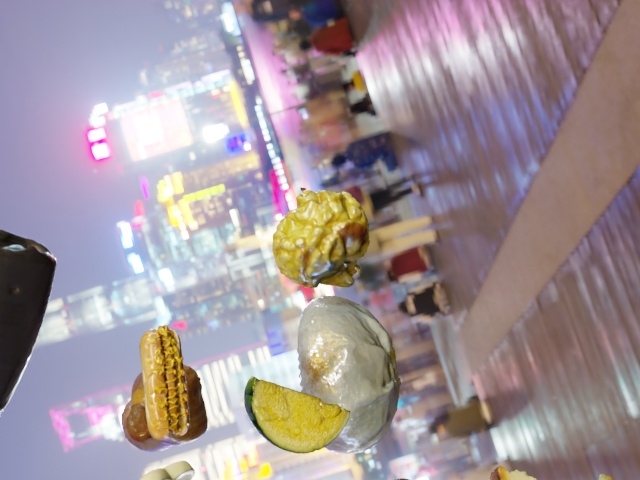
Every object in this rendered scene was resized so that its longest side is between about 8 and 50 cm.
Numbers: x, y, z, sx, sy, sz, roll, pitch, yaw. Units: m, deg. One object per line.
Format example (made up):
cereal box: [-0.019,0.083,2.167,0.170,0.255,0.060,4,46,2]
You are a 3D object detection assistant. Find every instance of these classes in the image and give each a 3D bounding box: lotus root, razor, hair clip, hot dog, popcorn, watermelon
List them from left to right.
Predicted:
razor: [-0.537,0.151,1.531,0.113,0.349,0.204,32,-168,33]
hair clip: [-0.304,0.476,1.735,0.071,0.218,0.159,37,154,17]
lotus root: [-0.370,0.381,2.189,0.180,0.199,0.188,-18,-88,-70]
hot dog: [-0.226,0.205,1.442,0.071,0.045,0.165,0,-98,-48]
watermelon: [-0.053,0.270,1.510,0.075,0.182,0.092,5,75,60]
popcorn: [0.003,-0.001,2.056,0.169,0.218,0.189,47,-178,35]

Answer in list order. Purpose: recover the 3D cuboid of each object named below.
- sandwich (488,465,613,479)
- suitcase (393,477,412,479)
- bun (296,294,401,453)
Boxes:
sandwich: [0.182,0.268,0.751,0.220,0.108,0.186,110,164,-71]
suitcase: [0.124,0.564,1.397,0.345,0.188,0.339,-85,15,-52]
bun: [0.068,0.295,2.230,0.362,0.211,0.361,-11,-90,-77]
